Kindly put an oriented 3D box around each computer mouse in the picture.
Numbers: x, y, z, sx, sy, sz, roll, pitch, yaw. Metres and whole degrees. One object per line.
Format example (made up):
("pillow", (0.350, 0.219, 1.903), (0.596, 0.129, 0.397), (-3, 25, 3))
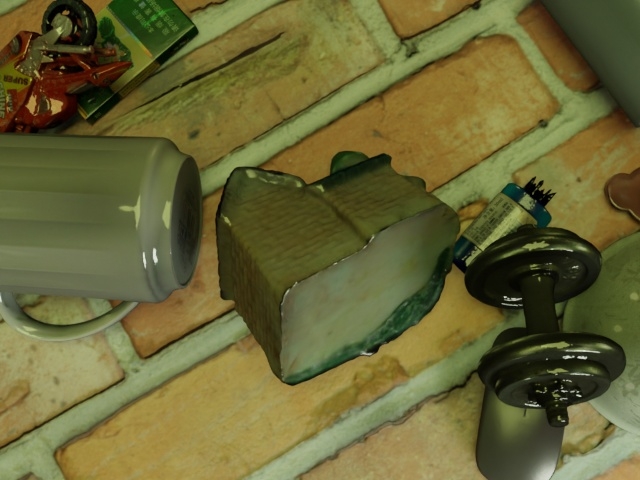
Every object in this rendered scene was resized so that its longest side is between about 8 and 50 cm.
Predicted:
("computer mouse", (0.294, 0.243, 1.131), (0.120, 0.057, 0.232), (11, 83, 5))

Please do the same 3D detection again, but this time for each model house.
("model house", (0.000, -0.001, 1.120), (0.298, 0.243, 0.284), (-24, 52, -26))

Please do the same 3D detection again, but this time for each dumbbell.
("dumbbell", (0.296, 0.105, 1.043), (0.192, 0.192, 0.290), (-3, 59, 3))

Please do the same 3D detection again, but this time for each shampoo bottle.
("shampoo bottle", (0.279, -0.019, 1.175), (0.087, 0.050, 0.183), (42, 86, 7))

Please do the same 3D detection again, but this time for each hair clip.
("hair clip", (0.514, -0.048, 1.177), (0.123, 0.102, 0.138), (-30, 113, 0))

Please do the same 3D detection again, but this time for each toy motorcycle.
("toy motorcycle", (-0.436, -0.237, 1.207), (0.298, 0.089, 0.171), (-35, 84, 17))

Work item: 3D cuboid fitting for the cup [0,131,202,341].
("cup", (-0.351, 0.004, 1.137), (0.326, 0.237, 0.323), (3, 112, 3))

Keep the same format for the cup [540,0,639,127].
("cup", (0.460, -0.346, 1.137), (0.205, 0.205, 0.312), (-33, 80, -2))

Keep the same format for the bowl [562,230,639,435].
("bowl", (0.500, 0.135, 1.062), (0.313, 0.146, 0.314), (0, 90, 9))

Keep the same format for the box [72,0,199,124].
("box", (-0.328, -0.312, 1.268), (0.235, 0.034, 0.132), (-41, 81, -2))
